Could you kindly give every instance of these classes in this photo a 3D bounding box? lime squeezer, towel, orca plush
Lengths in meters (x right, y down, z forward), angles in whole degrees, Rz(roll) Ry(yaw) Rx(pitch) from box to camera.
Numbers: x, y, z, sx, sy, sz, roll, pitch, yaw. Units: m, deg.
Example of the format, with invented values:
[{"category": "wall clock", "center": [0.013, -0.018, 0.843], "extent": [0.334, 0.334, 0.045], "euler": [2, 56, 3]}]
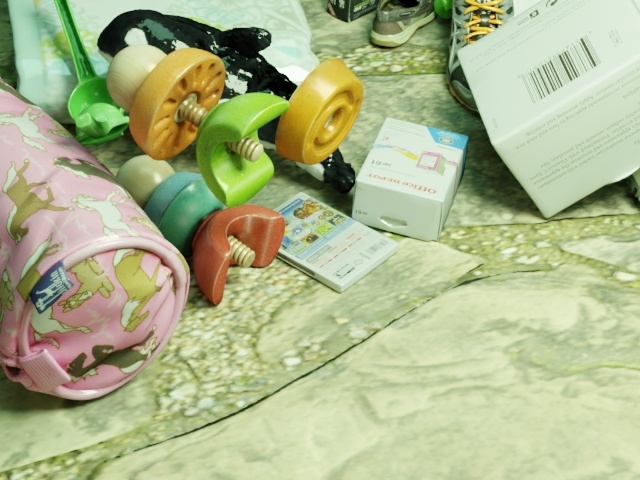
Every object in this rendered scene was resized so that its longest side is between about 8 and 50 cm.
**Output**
[{"category": "lime squeezer", "center": [-0.213, -0.139, 1.390], "extent": [0.059, 0.110, 0.310], "euler": [-7, 31, -10]}, {"category": "towel", "center": [-0.186, -0.277, 1.620], "extent": [0.321, 0.090, 0.374], "euler": [-6, 50, -9]}, {"category": "orca plush", "center": [-0.074, -0.151, 1.413], "extent": [0.287, 0.102, 0.151], "euler": [40, 40, 8]}]

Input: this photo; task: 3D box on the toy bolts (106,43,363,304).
[{"category": "toy bolts", "center": [-0.095, -0.086, 1.311], "extent": [0.158, 0.228, 0.218], "euler": [34, 40, 20]}]

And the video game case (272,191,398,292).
[{"category": "video game case", "center": [0.000, 0.000, 1.381], "extent": [0.122, 0.011, 0.087], "euler": [29, 45, 29]}]

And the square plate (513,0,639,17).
[{"category": "square plate", "center": [0.377, -0.319, 1.724], "extent": [0.347, 0.049, 0.344], "euler": [11, 58, 10]}]

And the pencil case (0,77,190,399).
[{"category": "pencil case", "center": [-0.278, -0.028, 1.279], "extent": [0.167, 0.160, 0.386], "euler": [4, 29, -44]}]

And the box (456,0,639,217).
[{"category": "box", "center": [0.253, -0.151, 1.447], "extent": [0.181, 0.119, 0.182], "euler": [-31, 35, 15]}]

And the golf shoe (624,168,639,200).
[{"category": "golf shoe", "center": [0.375, -0.134, 1.484], "extent": [0.105, 0.120, 0.273], "euler": [14, 48, 6]}]

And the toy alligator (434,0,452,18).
[{"category": "toy alligator", "center": [0.186, -0.300, 1.761], "extent": [0.051, 0.056, 0.190], "euler": [-23, 8, 44]}]

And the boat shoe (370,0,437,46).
[{"category": "boat shoe", "center": [0.104, -0.278, 1.719], "extent": [0.056, 0.049, 0.152], "euler": [15, 39, 15]}]

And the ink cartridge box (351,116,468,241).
[{"category": "ink cartridge box", "center": [0.089, -0.061, 1.433], "extent": [0.089, 0.052, 0.122], "euler": [14, 39, 10]}]

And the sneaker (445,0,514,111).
[{"category": "sneaker", "center": [0.177, -0.235, 1.609], "extent": [0.084, 0.083, 0.214], "euler": [-4, 59, 1]}]

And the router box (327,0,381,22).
[{"category": "router box", "center": [0.062, -0.324, 1.742], "extent": [0.038, 0.092, 0.122], "euler": [32, 45, 31]}]
